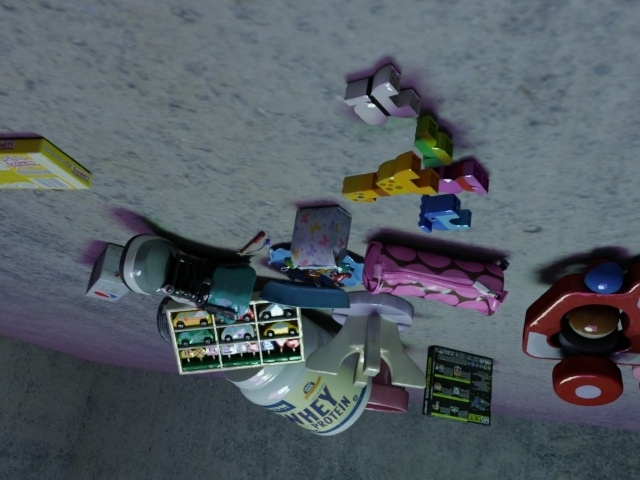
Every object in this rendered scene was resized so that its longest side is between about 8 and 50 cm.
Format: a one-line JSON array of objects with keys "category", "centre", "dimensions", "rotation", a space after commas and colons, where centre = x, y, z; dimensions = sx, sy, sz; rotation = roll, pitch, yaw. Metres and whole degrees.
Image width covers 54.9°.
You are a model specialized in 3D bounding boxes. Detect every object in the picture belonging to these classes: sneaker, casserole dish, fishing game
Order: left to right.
[{"category": "sneaker", "centre": [-0.208, 0.073, 1.084], "dimensions": [0.179, 0.123, 0.295], "rotation": [9, 169, 16]}, {"category": "casserole dish", "centre": [-0.026, 0.100, 1.151], "dimensions": [0.189, 0.036, 0.114], "rotation": [8, -179, -43]}, {"category": "fishing game", "centre": [-0.007, 0.054, 1.073], "dimensions": [0.264, 0.041, 0.189], "rotation": [18, 160, -18]}]

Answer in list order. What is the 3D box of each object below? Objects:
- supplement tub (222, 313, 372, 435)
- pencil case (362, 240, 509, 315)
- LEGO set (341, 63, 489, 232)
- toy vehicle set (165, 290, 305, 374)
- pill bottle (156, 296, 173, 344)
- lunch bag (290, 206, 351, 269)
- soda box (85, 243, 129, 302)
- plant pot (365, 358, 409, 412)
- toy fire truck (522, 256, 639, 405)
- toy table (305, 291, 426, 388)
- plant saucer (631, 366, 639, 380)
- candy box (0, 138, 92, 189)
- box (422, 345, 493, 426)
[{"category": "supplement tub", "centre": [-0.055, 0.312, 1.494], "dimensions": [0.236, 0.235, 0.325], "rotation": [-10, 142, 44]}, {"category": "pencil case", "centre": [0.170, 0.056, 0.924], "dimensions": [0.210, 0.095, 0.098], "rotation": [9, -164, -6]}, {"category": "LEGO set", "centre": [0.080, -0.067, 0.616], "dimensions": [0.093, 0.086, 0.227], "rotation": [-6, 155, 35]}, {"category": "toy vehicle set", "centre": [-0.170, 0.188, 1.268], "dimensions": [0.267, 0.035, 0.165], "rotation": [-6, 117, -1]}, {"category": "pill bottle", "centre": [-0.242, 0.178, 1.399], "dimensions": [0.246, 0.130, 0.130], "rotation": [-3, 158, 31]}, {"category": "lunch bag", "centre": [0.000, 0.000, 0.848], "dimensions": [0.071, 0.083, 0.053], "rotation": [-4, 157, 31]}, {"category": "soda box", "centre": [-0.427, 0.071, 1.262], "dimensions": [0.069, 0.073, 0.216], "rotation": [17, 159, -23]}, {"category": "plant pot", "centre": [0.146, 0.361, 1.670], "dimensions": [0.202, 0.180, 0.201], "rotation": [8, 160, 3]}, {"category": "toy fire truck", "centre": [0.460, 0.116, 0.903], "dimensions": [0.303, 0.169, 0.253], "rotation": [4, 136, 14]}, {"category": "toy table", "centre": [0.105, 0.220, 1.317], "dimensions": [0.252, 0.160, 0.274], "rotation": [5, 160, 11]}, {"category": "plant saucer", "centre": [0.766, 0.226, 1.147], "dimensions": [0.333, 0.084, 0.332], "rotation": [7, 161, 3]}, {"category": "candy box", "centre": [-0.428, -0.102, 0.838], "dimensions": [0.206, 0.027, 0.105], "rotation": [2, 157, 18]}, {"category": "box", "centre": [0.369, 0.390, 1.642], "dimensions": [0.191, 0.184, 0.045], "rotation": [15, 161, -18]}]
